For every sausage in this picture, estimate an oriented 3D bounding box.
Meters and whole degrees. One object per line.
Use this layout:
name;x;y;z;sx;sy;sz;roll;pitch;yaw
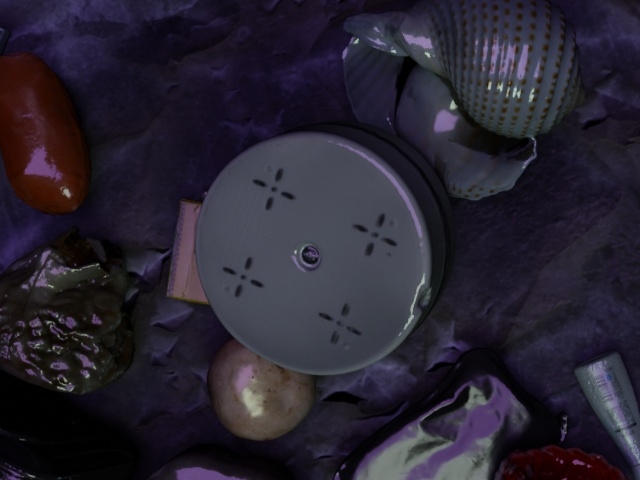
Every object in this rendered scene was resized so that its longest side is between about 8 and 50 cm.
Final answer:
sausage;-0.426;-0.162;1.711;0.133;0.133;0.258;-21;82;9

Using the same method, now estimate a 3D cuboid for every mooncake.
mooncake;-0.136;0.443;1.641;0.306;0.154;0.306;0;90;9

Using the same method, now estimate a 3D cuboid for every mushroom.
mushroom;-0.085;0.209;1.652;0.166;0.127;0.166;-2;100;-13

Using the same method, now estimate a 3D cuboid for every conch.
conch;0.204;-0.226;1.559;0.319;0.215;0.303;31;128;24

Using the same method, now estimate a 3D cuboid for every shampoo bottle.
shampoo bottle;0.431;0.256;1.605;0.069;0.041;0.191;-24;86;3

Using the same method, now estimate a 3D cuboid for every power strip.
power strip;0.000;0.000;1.546;0.357;0.161;0.358;4;103;19

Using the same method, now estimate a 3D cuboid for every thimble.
thimble;0.333;0.369;1.535;0.189;0.163;0.125;5;115;-13

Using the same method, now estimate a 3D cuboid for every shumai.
shumai;-0.384;0.091;1.670;0.255;0.189;0.218;23;95;4

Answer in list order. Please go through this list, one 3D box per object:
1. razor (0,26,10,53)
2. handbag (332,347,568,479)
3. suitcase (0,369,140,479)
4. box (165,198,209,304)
razor;-0.561;-0.210;1.775;0.111;0.056;0.278;25;86;7
handbag;0.186;0.310;1.626;0.332;0.075;0.192;-42;88;3
suitcase;-0.448;0.317;1.589;0.339;0.345;0.188;24;91;17
box;-0.088;0.032;1.693;0.278;0.041;0.153;9;93;10
